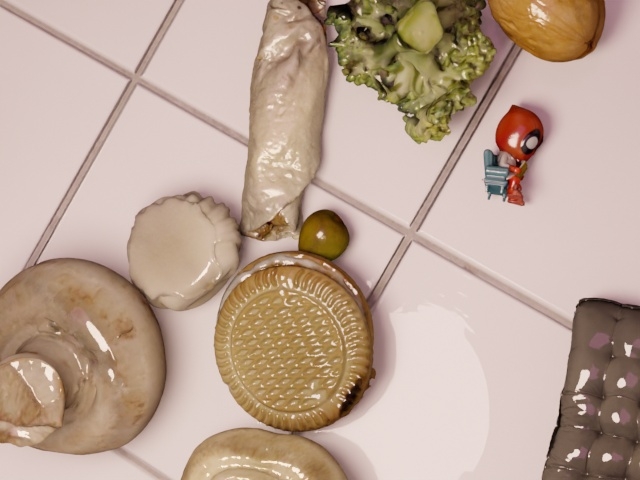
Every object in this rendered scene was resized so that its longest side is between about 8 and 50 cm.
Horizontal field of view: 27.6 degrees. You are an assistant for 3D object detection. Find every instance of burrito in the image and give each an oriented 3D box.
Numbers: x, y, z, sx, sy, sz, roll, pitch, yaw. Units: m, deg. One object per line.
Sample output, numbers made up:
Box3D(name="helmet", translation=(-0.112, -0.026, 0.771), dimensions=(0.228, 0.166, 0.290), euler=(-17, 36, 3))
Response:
Box3D(name="burrito", translation=(-0.049, -0.192, 1.923), dimensions=(0.117, 0.076, 0.392), euler=(7, 87, 9))

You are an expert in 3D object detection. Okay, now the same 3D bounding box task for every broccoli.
Box3D(name="broccoli", translation=(0.122, -0.271, 1.800), dimensions=(0.247, 0.243, 0.263), euler=(12, 92, 1))

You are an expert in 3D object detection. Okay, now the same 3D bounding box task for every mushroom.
Box3D(name="mushroom", translation=(-0.093, 0.376, 1.787), dimensions=(0.254, 0.234, 0.260), euler=(44, 95, 18))
Box3D(name="mushroom", translation=(-0.378, 0.175, 1.840), dimensions=(0.297, 0.290, 0.297), euler=(5, 103, 23))

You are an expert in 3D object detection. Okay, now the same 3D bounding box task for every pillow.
Box3D(name="pillow", translation=(0.414, 0.247, 1.726), dimensions=(0.228, 0.101, 0.326), euler=(9, 86, 27))

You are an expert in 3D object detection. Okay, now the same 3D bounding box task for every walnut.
Box3D(name="walnut", translation=(0.312, -0.329, 1.814), dimensions=(0.144, 0.144, 0.180), euler=(-42, 66, 6))

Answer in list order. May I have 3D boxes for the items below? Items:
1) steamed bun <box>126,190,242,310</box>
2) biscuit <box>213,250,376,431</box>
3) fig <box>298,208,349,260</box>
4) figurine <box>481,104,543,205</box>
Box3D(name="steamed bun", translation=(-0.196, 0.016, 1.918), dimensions=(0.183, 0.106, 0.183), euler=(-5, 76, 20))
Box3D(name="biscuit", translation=(-0.038, 0.143, 1.858), dimensions=(0.259, 0.079, 0.259), euler=(2, 98, 18))
Box3D(name="fig", translation=(0.000, 0.000, 1.890), dimensions=(0.074, 0.074, 0.088), euler=(43, 107, 14))
Box3D(name="figurine", translation=(0.270, -0.124, 1.842), dimensions=(0.075, 0.068, 0.140), euler=(13, 81, 18))
